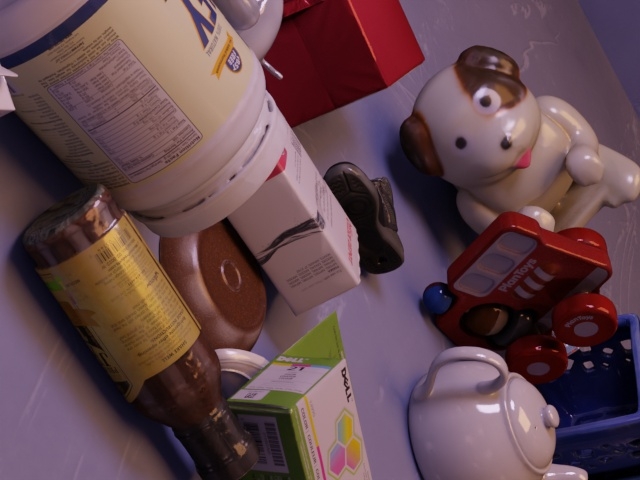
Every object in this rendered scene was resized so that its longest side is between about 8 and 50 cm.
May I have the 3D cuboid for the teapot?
[{"bbox_3d":[0.256,0.276,2.135,0.256,0.187,0.252,0,70,-61],"label":"teapot"}]

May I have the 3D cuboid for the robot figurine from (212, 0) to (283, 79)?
[{"bbox_3d":[-0.177,-0.318,1.721,0.353,0.200,0.300,51,-10,-34],"label":"robot figurine"}]

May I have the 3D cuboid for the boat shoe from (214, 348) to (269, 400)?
[{"bbox_3d":[-0.078,0.187,1.718,0.184,0.066,0.063,51,28,-50],"label":"boat shoe"}]

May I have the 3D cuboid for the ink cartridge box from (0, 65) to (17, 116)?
[{"bbox_3d":[-0.357,-0.142,1.334,0.092,0.143,0.090,-8,78,-64],"label":"ink cartridge box"}]

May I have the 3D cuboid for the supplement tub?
[{"bbox_3d":[-0.206,-0.181,1.549,0.325,0.235,0.235,49,32,-33],"label":"supplement tub"}]

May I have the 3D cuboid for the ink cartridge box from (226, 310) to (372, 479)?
[{"bbox_3d":[0.008,0.216,1.711,0.255,0.097,0.188,-39,122,-51],"label":"ink cartridge box"}]

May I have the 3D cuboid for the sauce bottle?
[{"bbox_3d":[-0.178,0.108,1.524,0.344,0.111,0.111,59,28,-17],"label":"sauce bottle"}]

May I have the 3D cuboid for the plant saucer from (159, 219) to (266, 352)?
[{"bbox_3d":[-0.120,0.047,1.766,0.198,0.036,0.198,44,34,-41],"label":"plant saucer"}]

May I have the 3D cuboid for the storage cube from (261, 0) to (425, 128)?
[{"bbox_3d":[0.014,-0.295,2.111,0.193,0.184,0.215,65,26,-8],"label":"storage cube"}]

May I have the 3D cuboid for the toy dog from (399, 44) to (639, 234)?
[{"bbox_3d":[0.307,-0.162,2.426,0.395,0.284,0.408,55,12,30],"label":"toy dog"}]

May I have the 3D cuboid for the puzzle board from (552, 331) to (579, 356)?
[{"bbox_3d":[0.365,0.162,2.483,0.128,0.096,0.011,57,1,36],"label":"puzzle board"}]

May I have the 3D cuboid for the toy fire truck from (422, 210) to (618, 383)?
[{"bbox_3d":[0.303,0.082,2.280,0.254,0.302,0.169,21,47,-22],"label":"toy fire truck"}]

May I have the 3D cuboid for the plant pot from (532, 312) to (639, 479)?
[{"bbox_3d":[0.466,0.292,2.482,0.212,0.236,0.236,56,28,-38],"label":"plant pot"}]

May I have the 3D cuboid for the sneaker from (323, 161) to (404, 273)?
[{"bbox_3d":[0.052,-0.060,2.097,0.227,0.087,0.130,53,19,-49],"label":"sneaker"}]

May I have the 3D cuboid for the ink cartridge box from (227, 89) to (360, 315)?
[{"bbox_3d":[-0.050,-0.048,1.856,0.237,0.100,0.172,56,14,-22],"label":"ink cartridge box"}]
